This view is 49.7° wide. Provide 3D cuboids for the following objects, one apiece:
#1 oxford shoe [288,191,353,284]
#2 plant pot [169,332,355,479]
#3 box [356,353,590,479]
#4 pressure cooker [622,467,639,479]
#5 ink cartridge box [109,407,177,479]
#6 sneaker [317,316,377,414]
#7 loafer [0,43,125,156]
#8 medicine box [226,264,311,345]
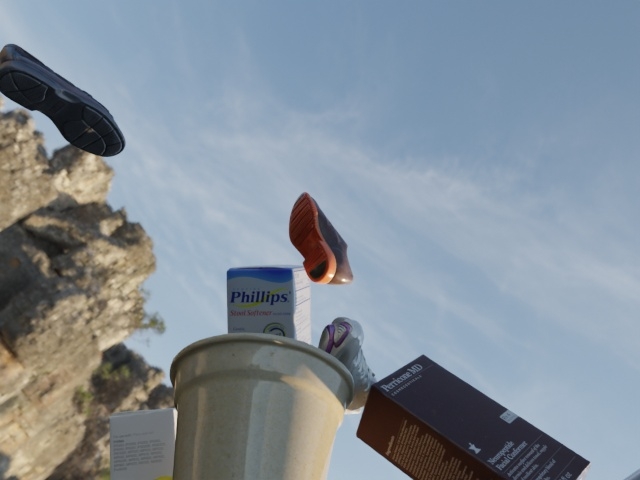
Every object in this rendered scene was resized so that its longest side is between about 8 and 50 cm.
[{"bbox_3d":[0.000,0.000,1.573,0.097,0.098,0.271,-47,-138,31],"label":"oxford shoe"},{"bbox_3d":[-0.113,0.371,1.145,0.334,0.305,0.334,3,-40,2],"label":"plant pot"},{"bbox_3d":[0.278,0.388,1.292,0.381,0.191,0.143,29,-61,32],"label":"box"},{"bbox_3d":[0.620,0.477,1.007,0.370,0.420,0.375,50,10,5],"label":"pressure cooker"},{"bbox_3d":[-0.337,0.575,1.545,0.279,0.160,0.384,52,30,-71],"label":"ink cartridge box"},{"bbox_3d":[0.059,0.250,1.354,0.152,0.114,0.305,15,-38,-1],"label":"sneaker"},{"bbox_3d":[-0.500,-0.276,1.363,0.302,0.109,0.095,39,30,-52],"label":"loafer"},{"bbox_3d":[-0.109,0.200,1.562,0.263,0.149,0.289,11,77,-84],"label":"medicine box"}]
